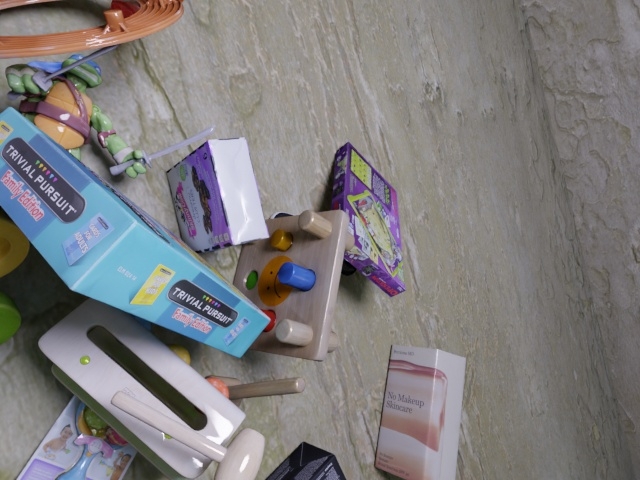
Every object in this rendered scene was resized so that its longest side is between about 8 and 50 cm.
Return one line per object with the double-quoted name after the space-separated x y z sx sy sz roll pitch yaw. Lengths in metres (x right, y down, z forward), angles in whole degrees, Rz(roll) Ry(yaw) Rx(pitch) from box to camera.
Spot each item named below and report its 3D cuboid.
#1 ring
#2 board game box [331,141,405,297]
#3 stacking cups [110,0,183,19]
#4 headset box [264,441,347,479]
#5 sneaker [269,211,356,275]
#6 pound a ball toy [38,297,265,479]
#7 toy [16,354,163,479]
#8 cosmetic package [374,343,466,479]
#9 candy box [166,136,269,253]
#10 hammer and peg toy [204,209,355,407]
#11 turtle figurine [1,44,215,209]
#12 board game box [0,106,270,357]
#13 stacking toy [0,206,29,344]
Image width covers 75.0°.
-0.358 -0.314 0.559 0.336 0.336 0.032 -40 145 -36 "ring"
0.110 -0.061 0.962 0.208 0.056 0.347 37 36 -25 "board game box"
-0.264 -0.504 0.790 0.096 0.096 0.316 40 62 -28 "stacking cups"
-0.019 0.594 0.807 0.218 0.110 0.293 -32 103 -37 "headset box"
0.000 0.000 0.905 0.217 0.121 0.079 38 61 -28 "sneaker"
-0.212 0.200 0.569 0.319 0.208 0.136 38 51 4 "pound a ball toy"
-0.324 0.287 0.643 0.137 0.056 0.237 43 59 -28 "toy"
0.247 0.419 1.025 0.129 0.153 0.296 25 67 -35 "cosmetic package"
-0.184 -0.066 0.718 0.070 0.196 0.165 -15 92 -39 "candy box"
-0.074 0.126 0.735 0.127 0.265 0.361 28 65 -45 "hammer and peg toy"
-0.342 -0.135 0.580 0.274 0.198 0.266 22 83 2 "turtle figurine"
-0.227 0.015 0.535 0.079 0.253 0.336 -50 154 -11 "board game box"
-0.502 0.040 0.453 0.308 0.279 0.130 -17 61 -36 "stacking toy"
